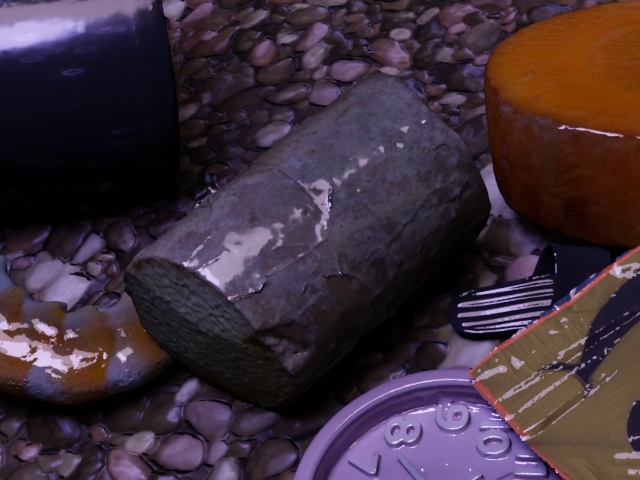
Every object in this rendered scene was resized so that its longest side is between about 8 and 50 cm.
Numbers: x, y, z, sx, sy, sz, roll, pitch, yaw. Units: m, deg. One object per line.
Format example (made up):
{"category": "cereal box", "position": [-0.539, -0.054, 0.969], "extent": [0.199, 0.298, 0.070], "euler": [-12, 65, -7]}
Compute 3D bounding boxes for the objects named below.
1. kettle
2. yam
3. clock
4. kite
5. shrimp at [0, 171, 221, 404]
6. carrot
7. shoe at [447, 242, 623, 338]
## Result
{"category": "kettle", "position": [-0.280, -0.130, 1.279], "extent": [0.290, 0.268, 0.207], "euler": [-11, 80, -9]}
{"category": "yam", "position": [0.000, 0.000, 1.096], "extent": [0.268, 0.161, 0.161], "euler": [-40, 47, -21]}
{"category": "clock", "position": [0.082, 0.180, 0.953], "extent": [0.197, 0.068, 0.197], "euler": [-10, 44, 10]}
{"category": "kite", "position": [0.274, 0.101, 0.908], "extent": [0.377, 0.013, 0.327], "euler": [0, 47, 19]}
{"category": "shrimp", "position": [-0.182, 0.044, 1.166], "extent": [0.287, 0.068, 0.185], "euler": [-23, 56, -13]}
{"category": "carrot", "position": [0.283, -0.104, 1.142], "extent": [0.307, 0.100, 0.258], "euler": [-12, 38, -10]}
{"category": "shoe", "position": [0.170, 0.033, 1.081], "extent": [0.159, 0.053, 0.062], "euler": [-14, 40, 10]}
